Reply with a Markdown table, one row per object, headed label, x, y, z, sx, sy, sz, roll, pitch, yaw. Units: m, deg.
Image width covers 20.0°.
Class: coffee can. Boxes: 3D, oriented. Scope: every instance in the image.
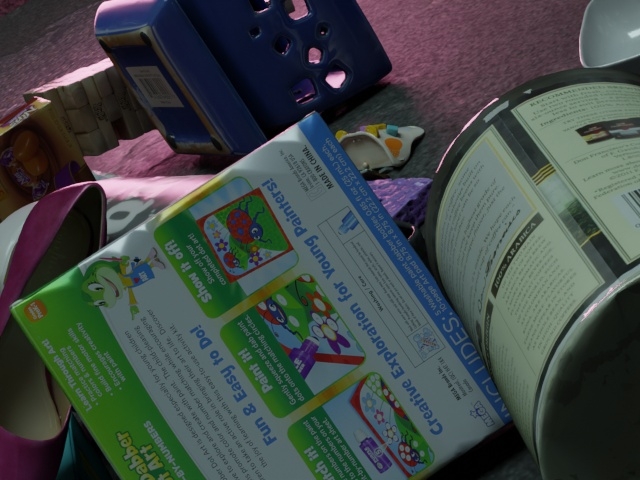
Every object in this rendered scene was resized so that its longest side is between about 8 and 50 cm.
| label | x | y | z | sx | sy | sz | roll | pitch | yaw |
| --- | --- | --- | --- | --- | --- | --- | --- | --- | --- |
| coffee can | 0.186 | 0.038 | 1.050 | 0.201 | 0.201 | 0.275 | -28 | 25 | 3 |

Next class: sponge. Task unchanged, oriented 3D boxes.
| label | x | y | z | sx | sy | sz | roll | pitch | yaw |
| --- | --- | --- | --- | --- | --- | --- | --- | --- | --- |
| sponge | 0.005 | 0.015 | 1.594 | 0.117 | 0.031 | 0.210 | -1 | 33 | 49 |

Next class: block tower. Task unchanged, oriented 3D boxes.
| label | x | y | z | sx | sy | sz | roll | pitch | yaw |
| --- | --- | --- | --- | --- | --- | --- | --- | --- | --- |
| block tower | -0.174 | -0.194 | 2.131 | 0.335 | 0.097 | 0.091 | -29 | 18 | -29 |

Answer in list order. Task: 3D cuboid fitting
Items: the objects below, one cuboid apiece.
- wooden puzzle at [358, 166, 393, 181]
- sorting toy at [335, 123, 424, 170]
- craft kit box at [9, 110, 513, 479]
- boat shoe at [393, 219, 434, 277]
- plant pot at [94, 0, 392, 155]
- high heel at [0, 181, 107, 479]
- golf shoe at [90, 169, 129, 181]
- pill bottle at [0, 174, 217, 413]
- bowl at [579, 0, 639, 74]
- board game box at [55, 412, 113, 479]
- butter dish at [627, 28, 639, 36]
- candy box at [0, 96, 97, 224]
| label | x | y | z | sx | sy | sz | roll | pitch | yaw |
| --- | --- | --- | --- | --- | --- | --- | --- | --- | --- |
| wooden puzzle | 0.033 | -0.055 | 1.706 | 0.083 | 0.006 | 0.049 | -19 | -18 | 25 |
| sorting toy | 0.061 | -0.097 | 1.777 | 0.083 | 0.045 | 0.075 | -7 | 11 | 45 |
| craft kit box | -0.035 | 0.083 | 1.202 | 0.247 | 0.250 | 0.061 | -32 | -8 | -12 |
| boat shoe | 0.000 | 0.000 | 1.496 | 0.228 | 0.076 | 0.080 | 17 | 47 | 41 |
| plant pot | -0.101 | -0.222 | 1.993 | 0.212 | 0.236 | 0.236 | -41 | 21 | -19 |
| high heel | -0.193 | 0.079 | 1.281 | 0.117 | 0.082 | 0.244 | -38 | 36 | 52 |
| golf shoe | -0.249 | -0.049 | 2.050 | 0.086 | 0.069 | 0.176 | -7 | 16 | -14 |
| pill bottle | -0.119 | 0.050 | 1.433 | 0.204 | 0.204 | 0.361 | -42 | 24 | -30 |
| bowl | 0.307 | -0.187 | 1.622 | 0.142 | 0.053 | 0.142 | -20 | 29 | 24 |
| board game box | -0.259 | 0.274 | 1.276 | 0.254 | 0.079 | 0.336 | -29 | 21 | -1 |
| butter dish | 0.340 | -0.286 | 1.727 | 0.160 | 0.118 | 0.160 | -23 | 23 | 15 |
| candy box | -0.285 | -0.041 | 1.873 | 0.109 | 0.186 | 0.053 | -36 | 25 | -18 |
